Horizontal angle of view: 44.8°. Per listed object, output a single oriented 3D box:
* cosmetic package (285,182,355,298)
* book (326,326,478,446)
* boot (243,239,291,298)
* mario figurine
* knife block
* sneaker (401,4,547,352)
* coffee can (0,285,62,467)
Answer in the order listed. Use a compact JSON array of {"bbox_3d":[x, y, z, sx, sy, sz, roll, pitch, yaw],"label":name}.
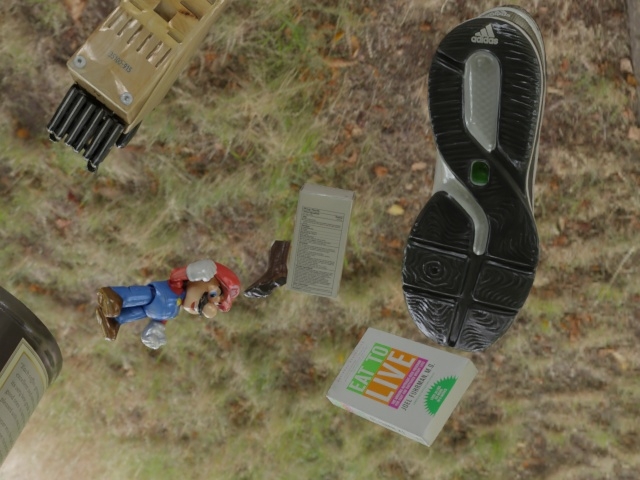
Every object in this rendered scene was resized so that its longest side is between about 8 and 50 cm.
[{"bbox_3d":[0.000,0.000,0.849,0.060,0.041,0.115,12,108,3],"label":"cosmetic package"},{"bbox_3d":[0.084,0.154,0.827,0.144,0.096,0.035,11,145,48],"label":"book"},{"bbox_3d":[-0.105,0.055,1.561,0.106,0.114,0.037,-23,131,19],"label":"boot"},{"bbox_3d":[-0.320,0.143,1.721,0.198,0.320,0.170,-19,86,62],"label":"mario figurine"},{"bbox_3d":[-0.232,-0.217,0.981,0.088,0.276,0.242,39,172,-10],"label":"knife block"},{"bbox_3d":[0.232,-0.085,1.018,0.169,0.257,0.448,14,121,20],"label":"sneaker"},{"bbox_3d":[-0.354,0.167,0.590,0.201,0.275,0.202,12,140,10],"label":"coffee can"}]
